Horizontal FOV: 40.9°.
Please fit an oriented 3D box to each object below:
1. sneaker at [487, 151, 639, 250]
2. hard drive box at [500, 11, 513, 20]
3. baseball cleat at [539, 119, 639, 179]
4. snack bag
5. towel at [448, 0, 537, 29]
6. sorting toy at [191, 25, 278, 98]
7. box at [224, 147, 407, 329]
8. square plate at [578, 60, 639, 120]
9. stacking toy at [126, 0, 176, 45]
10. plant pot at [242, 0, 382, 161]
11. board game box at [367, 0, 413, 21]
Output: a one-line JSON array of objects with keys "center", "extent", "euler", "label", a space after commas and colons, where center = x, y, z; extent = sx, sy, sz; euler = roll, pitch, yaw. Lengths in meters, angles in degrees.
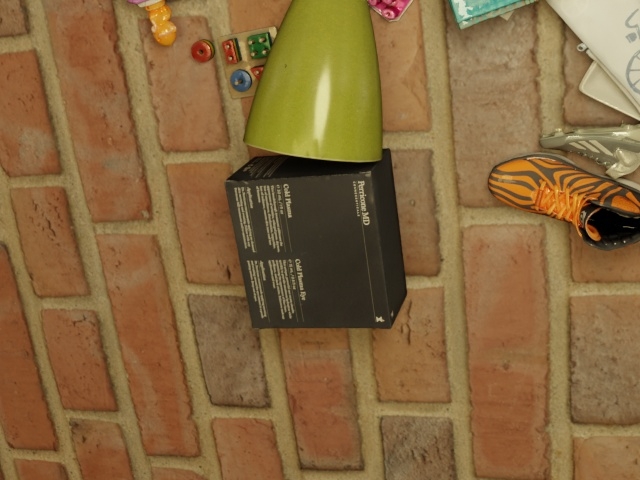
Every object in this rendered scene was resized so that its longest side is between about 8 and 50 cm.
[{"center": [0.472, -0.076, 1.621], "extent": [0.321, 0.180, 0.125], "euler": [11, 114, 13], "label": "sneaker"}, {"center": [0.317, -0.536, 1.492], "extent": [0.181, 0.089, 0.232], "euler": [27, 123, -11], "label": "hard drive box"}, {"center": [0.522, -0.167, 1.625], "extent": [0.205, 0.072, 0.109], "euler": [-4, 99, 19], "label": "baseball cleat"}, {"center": [0.583, -0.428, 1.470], "extent": [0.342, 0.037, 0.323], "euler": [45, 117, -4], "label": "snack bag"}, {"center": [0.344, -0.527, 1.379], "extent": [0.370, 0.040, 0.271], "euler": [-15, 108, 29], "label": "towel"}, {"center": [-0.135, -0.366, 1.774], "extent": [0.274, 0.046, 0.132], "euler": [-6, 109, 19], "label": "sorting toy"}, {"center": [0.000, 0.000, 1.805], "extent": [0.312, 0.179, 0.343], "euler": [-1, 111, 19], "label": "box"}, {"center": [0.698, -0.341, 1.516], "extent": [0.347, 0.049, 0.344], "euler": [28, 116, 5], "label": "square plate"}, {"center": [-0.359, -0.536, 1.732], "extent": [0.175, 0.166, 0.302], "euler": [-1, 123, 34], "label": "stacking toy"}, {"center": [0.002, -0.319, 1.644], "extent": [0.274, 0.275, 0.294], "euler": [10, 103, 14], "label": "plant pot"}, {"center": [0.097, -0.670, 1.574], "extent": [0.390, 0.050, 0.390], "euler": [38, 117, -1], "label": "board game box"}]
